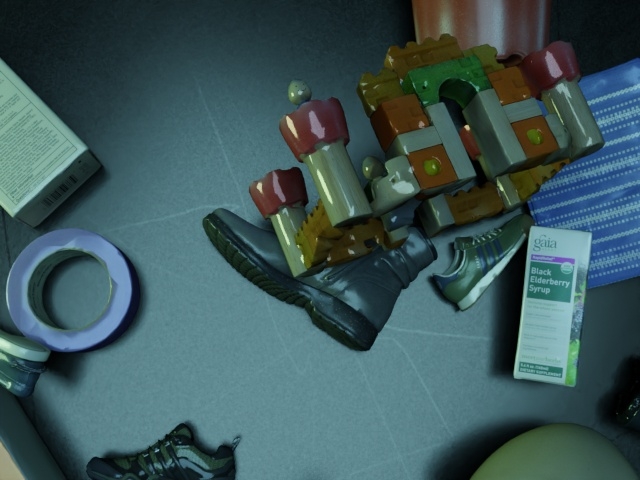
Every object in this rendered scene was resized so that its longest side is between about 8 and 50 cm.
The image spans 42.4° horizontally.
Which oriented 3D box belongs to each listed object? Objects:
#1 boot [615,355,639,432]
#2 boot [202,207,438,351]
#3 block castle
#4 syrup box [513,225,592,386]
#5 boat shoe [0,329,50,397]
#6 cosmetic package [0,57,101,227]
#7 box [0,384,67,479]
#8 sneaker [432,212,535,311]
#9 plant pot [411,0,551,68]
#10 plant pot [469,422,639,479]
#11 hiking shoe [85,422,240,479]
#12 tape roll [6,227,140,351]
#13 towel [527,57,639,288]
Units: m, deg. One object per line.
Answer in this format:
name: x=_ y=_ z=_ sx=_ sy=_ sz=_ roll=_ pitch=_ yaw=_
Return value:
boot: x=0.554 y=0.320 z=1.286 sx=0.207 sy=0.094 sz=0.247 roll=23 pitch=76 yaw=-1
boot: x=0.000 y=0.000 z=1.315 sx=0.338 sy=0.118 sz=0.223 roll=36 pitch=74 yaw=-4
block castle: x=0.141 y=-0.134 z=1.184 sx=0.453 sy=0.303 sz=0.213 roll=-17 pitch=76 yaw=-20
syrup box: x=0.364 y=0.099 z=1.285 sx=0.093 sy=0.096 sz=0.237 roll=6 pitch=89 yaw=19
boat shoe: x=-0.502 y=0.162 z=1.222 sx=0.254 sy=0.095 sz=0.079 roll=16 pitch=85 yaw=27
cosmetic package: x=-0.515 y=-0.187 z=1.302 sx=0.160 sy=0.113 sz=0.309 roll=-43 pitch=85 yaw=-8
box: x=-0.479 y=0.406 z=1.182 sx=0.215 sy=0.168 sz=0.345 roll=-34 pitch=84 yaw=-7
sneaker: x=0.258 y=0.016 z=1.333 sx=0.086 sy=0.064 sz=0.192 roll=39 pitch=85 yaw=-1
plant pot: x=0.255 y=-0.395 z=1.315 sx=0.272 sy=0.272 sz=0.265 roll=-1 pitch=90 yaw=-3
plant pot: x=0.357 y=0.381 z=1.203 sx=0.284 sy=0.284 sz=0.191 roll=35 pitch=46 yaw=3
hiking shoe: x=-0.238 y=0.336 z=1.260 sx=0.226 sy=0.086 sz=0.114 roll=9 pitch=67 yaw=-7
tape roll: x=-0.381 y=0.080 z=1.284 sx=0.188 sy=0.080 sz=0.189 roll=0 pitch=81 yaw=-2
towel: x=0.449 y=-0.101 z=1.331 sx=0.243 sy=0.040 sz=0.336 roll=-18 pitch=83 yaw=21
